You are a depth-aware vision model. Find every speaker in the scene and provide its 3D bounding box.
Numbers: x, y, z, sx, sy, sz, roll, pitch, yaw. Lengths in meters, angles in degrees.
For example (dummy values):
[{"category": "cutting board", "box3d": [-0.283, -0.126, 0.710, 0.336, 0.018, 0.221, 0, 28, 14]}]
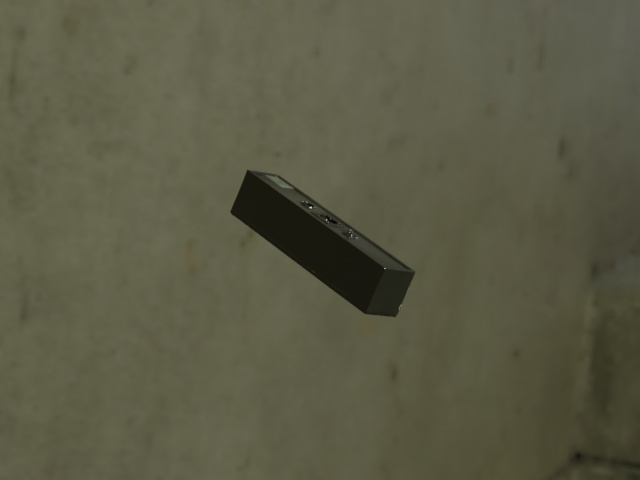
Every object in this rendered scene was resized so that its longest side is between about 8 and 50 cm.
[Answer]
[{"category": "speaker", "box3d": [0.000, 0.000, 1.594, 0.040, 0.191, 0.046, 9, 110, -44]}]
